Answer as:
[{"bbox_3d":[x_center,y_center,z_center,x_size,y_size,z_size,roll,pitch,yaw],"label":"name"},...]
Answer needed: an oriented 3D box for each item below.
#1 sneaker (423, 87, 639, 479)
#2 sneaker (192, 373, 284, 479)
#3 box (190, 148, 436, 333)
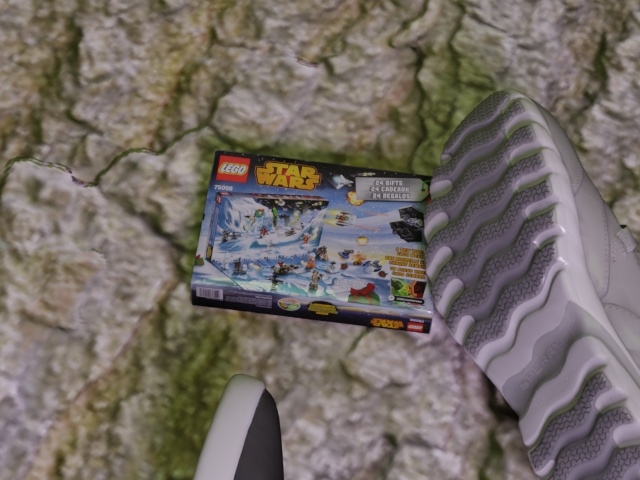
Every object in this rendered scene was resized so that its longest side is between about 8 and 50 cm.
[{"bbox_3d":[0.144,0.047,0.970,0.115,0.105,0.281,7,55,-42],"label":"sneaker"},{"bbox_3d":[-0.003,0.208,0.844,0.146,0.104,0.296,5,62,-1],"label":"sneaker"},{"bbox_3d":[0.000,0.000,1.024,0.137,0.027,0.094,7,57,2],"label":"box"}]
